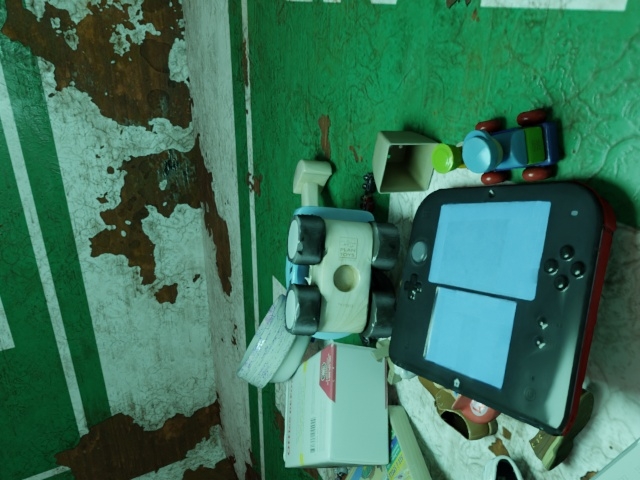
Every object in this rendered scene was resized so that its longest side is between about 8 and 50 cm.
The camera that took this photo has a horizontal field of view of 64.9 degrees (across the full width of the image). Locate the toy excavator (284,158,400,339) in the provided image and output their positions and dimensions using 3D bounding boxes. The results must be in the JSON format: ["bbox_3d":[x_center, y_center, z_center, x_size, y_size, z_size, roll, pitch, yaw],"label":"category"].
[{"bbox_3d":[0.000,0.000,1.206,0.445,0.222,0.434,180,93,-73],"label":"toy excavator"}]

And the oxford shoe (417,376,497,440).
[{"bbox_3d":[0.263,0.332,1.049,0.212,0.075,0.076,37,134,55],"label":"oxford shoe"}]

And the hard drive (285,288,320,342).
[{"bbox_3d":[-0.037,0.145,1.588,0.210,0.040,0.319,55,148,37],"label":"hard drive"}]

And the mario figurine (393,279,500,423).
[{"bbox_3d":[0.223,0.205,0.957,0.321,0.170,0.198,55,172,48],"label":"mario figurine"}]

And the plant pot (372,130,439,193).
[{"bbox_3d":[0.159,-0.168,1.014,0.096,0.108,0.109,-114,26,-48],"label":"plant pot"}]

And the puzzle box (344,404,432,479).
[{"bbox_3d":[0.149,0.654,1.253,0.272,0.052,0.409,-110,35,-55],"label":"puzzle box"}]

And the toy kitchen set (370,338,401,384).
[{"bbox_3d":[0.157,0.305,1.251,0.083,0.068,0.075,48,141,46],"label":"toy kitchen set"}]

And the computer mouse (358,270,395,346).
[{"bbox_3d":[0.122,0.130,1.269,0.262,0.060,0.184,101,150,-48],"label":"computer mouse"}]

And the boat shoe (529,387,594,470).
[{"bbox_3d":[0.381,0.297,0.812,0.060,0.064,0.178,46,142,44],"label":"boat shoe"}]

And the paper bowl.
[{"bbox_3d":[-0.129,0.320,1.550,0.284,0.148,0.284,-60,6,11],"label":"paper bowl"}]

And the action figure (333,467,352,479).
[{"bbox_3d":[0.116,0.758,1.501,0.185,0.099,0.286,-158,63,-65],"label":"action figure"}]

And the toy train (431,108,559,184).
[{"bbox_3d":[0.238,-0.137,0.818,0.248,0.143,0.105,5,105,62],"label":"toy train"}]

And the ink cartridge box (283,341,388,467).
[{"bbox_3d":[0.031,0.466,1.376,0.385,0.160,0.280,130,146,-58],"label":"ink cartridge box"}]

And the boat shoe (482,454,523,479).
[{"bbox_3d":[0.332,0.512,0.875,0.084,0.095,0.258,75,-172,-55],"label":"boat shoe"}]

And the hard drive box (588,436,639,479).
[{"bbox_3d":[0.458,0.377,0.666,0.181,0.089,0.232,55,146,37],"label":"hard drive box"}]

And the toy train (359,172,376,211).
[{"bbox_3d":[0.114,-0.087,1.219,0.036,0.027,0.159,35,132,39],"label":"toy train"}]

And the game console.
[{"bbox_3d":[0.260,0.079,0.813,0.386,0.060,0.343,6,80,62],"label":"game console"}]
